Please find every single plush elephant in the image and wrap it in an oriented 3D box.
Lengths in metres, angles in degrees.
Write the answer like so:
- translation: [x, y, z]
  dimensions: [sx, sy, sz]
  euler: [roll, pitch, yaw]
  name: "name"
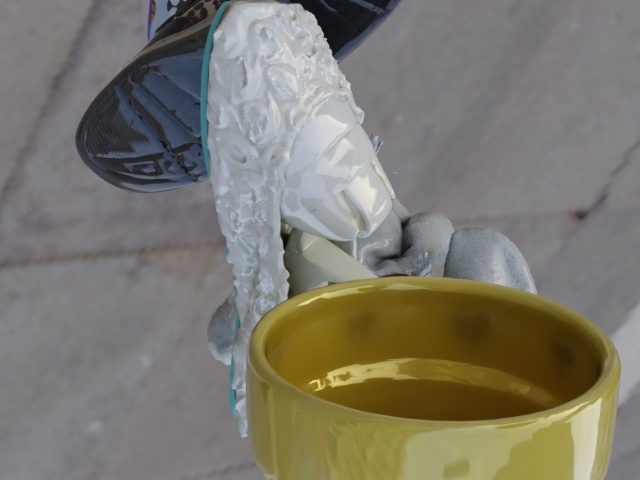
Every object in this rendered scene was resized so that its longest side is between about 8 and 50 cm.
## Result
- translation: [0.062, 0.076, 1.826]
  dimensions: [0.272, 0.255, 0.330]
  euler: [-21, 154, -20]
  name: "plush elephant"

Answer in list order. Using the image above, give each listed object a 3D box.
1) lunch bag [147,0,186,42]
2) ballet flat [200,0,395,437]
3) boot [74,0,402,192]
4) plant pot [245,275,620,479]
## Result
- translation: [-0.111, -0.226, 2.028]
  dimensions: [0.243, 0.115, 0.303]
  euler: [-39, 138, -70]
  name: "lunch bag"
- translation: [0.000, 0.000, 1.395]
  dimensions: [0.147, 0.147, 0.409]
  euler: [-23, 129, -27]
  name: "ballet flat"
- translation: [-0.061, -0.225, 1.676]
  dimensions: [0.138, 0.284, 0.377]
  euler: [40, 118, -20]
  name: "boot"
- translation: [0.073, 0.179, 1.261]
  dimensions: [0.254, 0.254, 0.239]
  euler: [-14, 116, -38]
  name: "plant pot"
